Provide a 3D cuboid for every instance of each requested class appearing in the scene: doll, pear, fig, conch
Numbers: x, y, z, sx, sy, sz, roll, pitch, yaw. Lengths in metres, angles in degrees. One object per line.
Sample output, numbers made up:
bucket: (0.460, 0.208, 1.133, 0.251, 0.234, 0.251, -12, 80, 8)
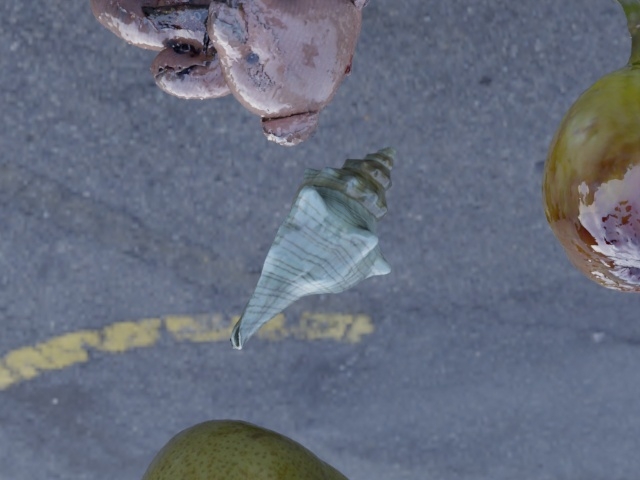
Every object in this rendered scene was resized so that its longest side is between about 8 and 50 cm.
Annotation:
doll: (-0.106, -0.228, 1.194, 0.303, 0.201, 0.156, 22, -179, 19)
pear: (-0.067, 0.270, 1.014, 0.228, 0.211, 0.188, 35, 154, -32)
fig: (0.240, -0.084, 0.920, 0.159, 0.257, 0.159, 1, 152, 0)
conch: (0.013, -0.003, 1.156, 0.114, 0.234, 0.137, 20, 137, 11)
